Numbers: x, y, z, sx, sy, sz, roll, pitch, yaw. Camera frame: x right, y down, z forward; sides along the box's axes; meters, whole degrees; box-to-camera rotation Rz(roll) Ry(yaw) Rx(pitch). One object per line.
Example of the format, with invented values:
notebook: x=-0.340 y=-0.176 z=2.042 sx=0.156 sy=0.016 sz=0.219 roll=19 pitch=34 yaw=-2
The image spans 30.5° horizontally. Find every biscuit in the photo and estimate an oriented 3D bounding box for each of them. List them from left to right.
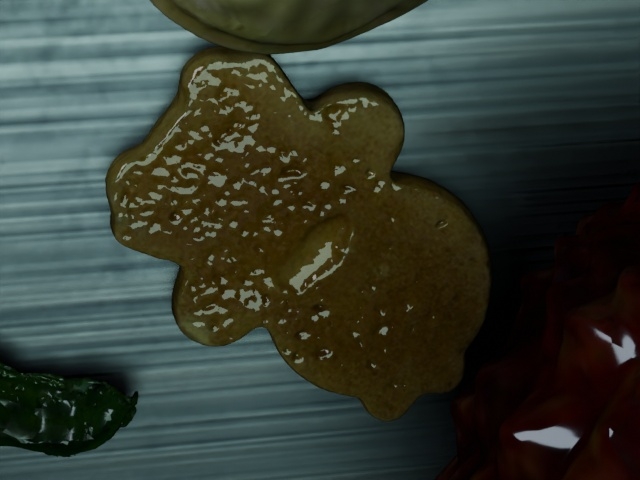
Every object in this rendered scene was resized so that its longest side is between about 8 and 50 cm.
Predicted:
biscuit: x=0.000 y=0.000 z=0.619 sx=0.225 sy=0.036 sz=0.166 roll=34 pitch=100 yaw=-18

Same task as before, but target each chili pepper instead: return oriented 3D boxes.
chili pepper: x=-0.220 y=0.026 z=0.584 sx=0.122 sy=0.065 sz=0.279 roll=-42 pitch=110 yaw=-8

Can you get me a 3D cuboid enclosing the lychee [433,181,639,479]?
lychee: x=0.266 y=0.161 z=0.514 sx=0.424 sy=0.424 sz=0.500 roll=-49 pitch=134 yaw=8

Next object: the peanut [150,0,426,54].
peanut: x=0.058 y=-0.199 z=0.516 sx=0.325 sy=0.140 sz=0.153 roll=-38 pitch=91 yaw=3
